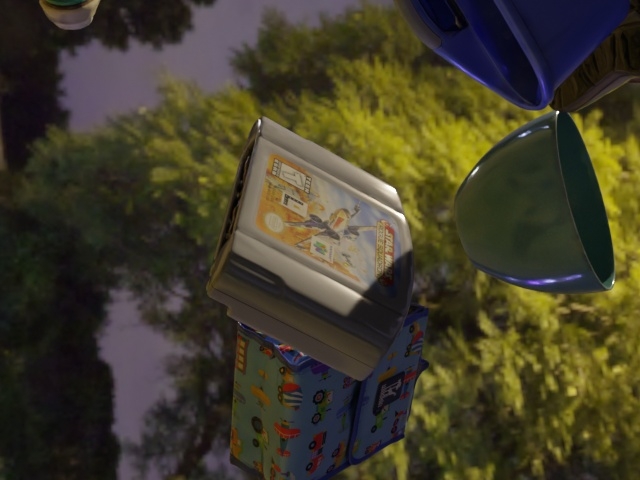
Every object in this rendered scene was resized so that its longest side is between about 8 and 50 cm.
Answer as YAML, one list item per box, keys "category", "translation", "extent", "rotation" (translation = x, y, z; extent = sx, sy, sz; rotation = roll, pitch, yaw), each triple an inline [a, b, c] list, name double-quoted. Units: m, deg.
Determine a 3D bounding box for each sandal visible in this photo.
- category: "sandal"
  translation: [0.373, -0.233, 1.230]
  extent: [0.303, 0.086, 0.120]
  rotation: [162, -74, -66]

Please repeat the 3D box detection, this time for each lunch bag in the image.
- category: "lunch bag"
  translation: [0.032, 0.206, 1.458]
  extent: [0.138, 0.293, 0.221]
  rotation: [31, -56, 45]

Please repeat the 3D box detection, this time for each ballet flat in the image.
- category: "ballet flat"
  translation: [-0.346, -0.342, 1.463]
  extent: [0.248, 0.086, 0.086]
  rotation: [-103, -162, -55]

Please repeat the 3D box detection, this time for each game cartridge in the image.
- category: "game cartridge"
  translation: [0.000, 0.000, 1.040]
  extent: [0.062, 0.198, 0.297]
  rotation: [-58, -166, 32]

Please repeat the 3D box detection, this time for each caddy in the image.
- category: "caddy"
  translation: [0.151, -0.281, 1.052]
  extent: [0.341, 0.179, 0.241]
  rotation: [49, -2, -33]

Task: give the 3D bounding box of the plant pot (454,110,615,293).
- category: "plant pot"
  translation: [0.326, -0.040, 1.642]
  extent: [0.290, 0.195, 0.290]
  rotation: [43, 39, -48]
